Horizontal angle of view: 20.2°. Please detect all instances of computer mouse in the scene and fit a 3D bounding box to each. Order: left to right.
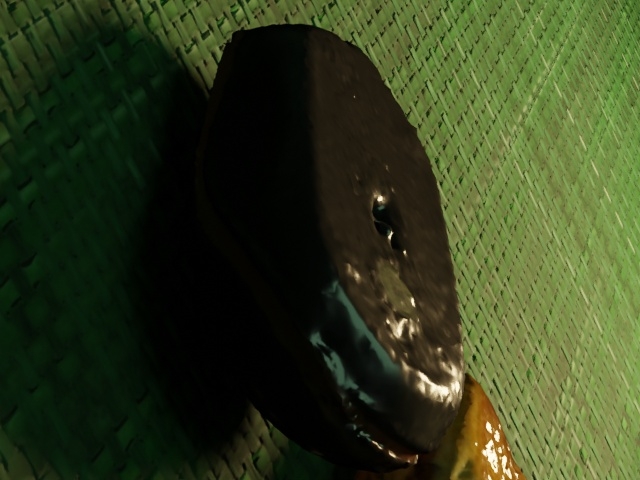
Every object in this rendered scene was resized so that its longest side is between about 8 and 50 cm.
[{"bbox_3d":[-0.004,0.003,1.030,0.183,0.116,0.323,51,22,-32],"label":"computer mouse"}]

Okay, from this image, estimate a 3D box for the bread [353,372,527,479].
[{"bbox_3d":[0.088,0.217,1.076,0.210,0.099,0.235,60,19,-24],"label":"bread"}]
